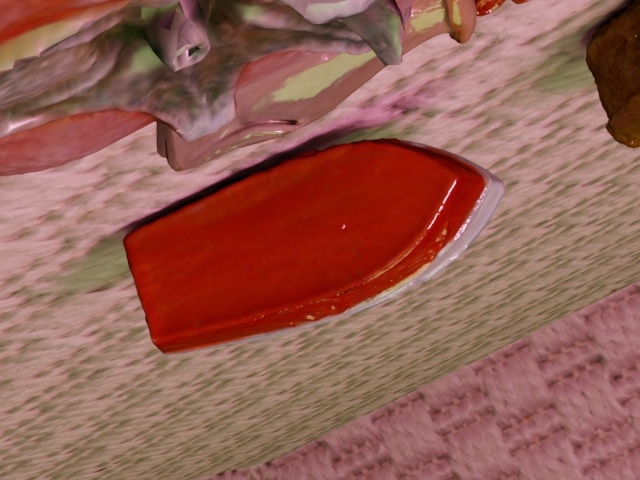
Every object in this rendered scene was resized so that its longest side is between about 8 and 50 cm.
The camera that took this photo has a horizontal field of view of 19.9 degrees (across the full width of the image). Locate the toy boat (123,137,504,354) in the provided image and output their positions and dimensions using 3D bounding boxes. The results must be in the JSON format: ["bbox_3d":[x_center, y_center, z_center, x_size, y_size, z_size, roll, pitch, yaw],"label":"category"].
[{"bbox_3d":[0.000,0.000,1.603,0.331,0.145,0.133,-19,169,13],"label":"toy boat"}]

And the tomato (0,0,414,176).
[{"bbox_3d":[-0.071,-0.154,0.476,0.316,0.283,0.317,-22,172,-3],"label":"tomato"}]

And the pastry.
[{"bbox_3d":[0.327,-0.161,1.601,0.188,0.103,0.189,-22,168,-5],"label":"pastry"}]

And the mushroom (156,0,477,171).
[{"bbox_3d":[-0.014,-0.122,1.182,0.247,0.096,0.108,-29,134,10],"label":"mushroom"}]

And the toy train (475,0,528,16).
[{"bbox_3d":[0.196,-0.218,1.248,0.249,0.053,0.085,-20,160,-9],"label":"toy train"}]
